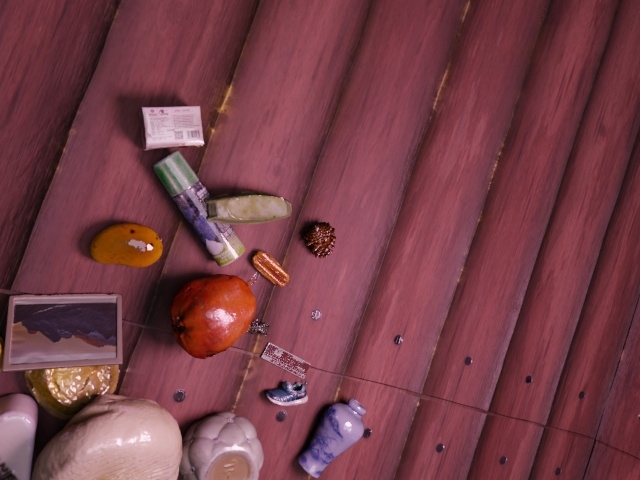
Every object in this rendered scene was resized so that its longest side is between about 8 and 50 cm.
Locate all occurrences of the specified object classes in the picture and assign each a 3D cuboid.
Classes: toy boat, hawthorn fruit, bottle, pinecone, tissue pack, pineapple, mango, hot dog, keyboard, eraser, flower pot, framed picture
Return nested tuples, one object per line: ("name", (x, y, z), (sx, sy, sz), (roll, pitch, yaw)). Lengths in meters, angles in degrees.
("toy boat", (-0.182, -0.092, 1.489), (0.293, 0.055, 0.093), (-5, 88, -44))
("hawthorn fruit", (-0.269, 0.181, 1.456), (0.299, 0.211, 0.211), (-35, 110, -34))
("bottle", (-0.330, -0.086, 1.452), (0.093, 0.093, 0.330), (-37, 109, -17))
("pinecone", (-0.002, 0.002, 1.618), (0.102, 0.102, 0.110), (-9, 109, -24))
("tissue pack", (-0.392, -0.295, 1.396), (0.148, 0.099, 0.106), (-7, 97, -24))
("pineapple", (-0.203, 0.258, 1.569), (0.124, 0.058, 0.058), (18, 88, -26))
("mango", (-0.503, 0.011, 1.386), (0.178, 0.090, 0.115), (8, 99, -18))
("hot dog", (-0.147, 0.085, 1.587), (0.144, 0.038, 0.062), (44, 74, -25))
("keyboard", (-0.106, 0.375, 1.647), (0.166, 0.017, 0.055), (33, 81, -24))
("eraser", (-0.799, 0.517, 1.265), (0.331, 0.150, 0.332), (-2, 95, -26))
("flower pot", (-0.278, 0.609, 1.493), (0.246, 0.195, 0.246), (-3, 98, -25))
("framed picture", (-0.637, 0.224, 1.330), (0.265, 0.018, 0.192), (1, 63, -25))

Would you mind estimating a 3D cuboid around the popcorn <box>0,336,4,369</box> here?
("popcorn", (-0.817, 0.284, 1.241), (0.167, 0.152, 0.148), (-61, 154, -33))

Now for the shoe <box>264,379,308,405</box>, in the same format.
("shoe", (-0.102, 0.466, 1.634), (0.142, 0.064, 0.071), (5, 94, -28))

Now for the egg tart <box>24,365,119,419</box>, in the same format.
("egg tart", (-0.631, 0.343, 1.359), (0.231, 0.098, 0.253), (7, 89, -29))

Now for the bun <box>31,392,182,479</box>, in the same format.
("bun", (-0.529, 0.528, 1.335), (0.365, 0.219, 0.365), (-17, 133, -19))

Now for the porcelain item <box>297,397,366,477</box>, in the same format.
("porcelain item", (0.042, 0.620, 1.684), (0.141, 0.141, 0.259), (39, 86, -23))
